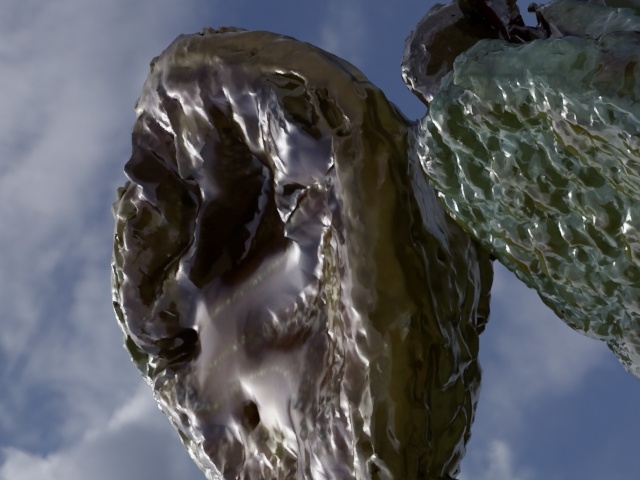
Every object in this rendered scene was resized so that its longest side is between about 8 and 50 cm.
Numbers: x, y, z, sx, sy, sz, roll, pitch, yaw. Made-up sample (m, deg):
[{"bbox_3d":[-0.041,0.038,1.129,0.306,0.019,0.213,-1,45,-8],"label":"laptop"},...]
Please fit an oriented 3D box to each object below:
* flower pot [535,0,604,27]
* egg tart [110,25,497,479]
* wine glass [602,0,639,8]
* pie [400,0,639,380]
[{"bbox_3d":[0.217,-0.158,1.465,0.089,0.111,0.111,-37,-52,-45],"label":"flower pot"},{"bbox_3d":[0.003,0.040,1.019,0.153,0.339,0.352,-15,-55,-26],"label":"egg tart"},{"bbox_3d":[0.283,-0.237,1.332,0.103,0.103,0.222,-43,-17,-27],"label":"wine glass"},{"bbox_3d":[0.161,0.003,0.780,0.105,0.257,0.274,-46,-62,-11],"label":"pie"}]
